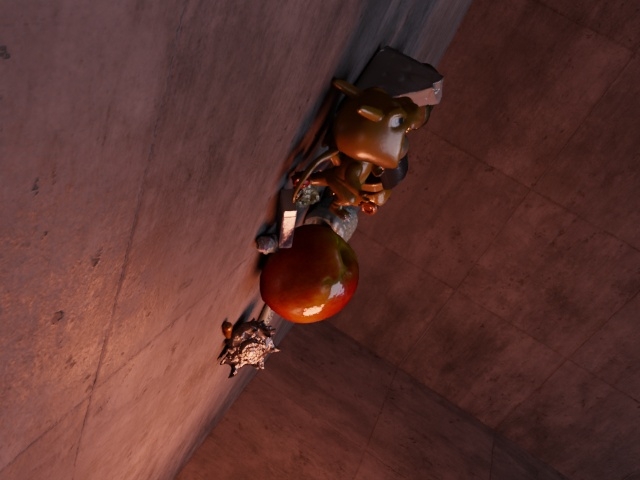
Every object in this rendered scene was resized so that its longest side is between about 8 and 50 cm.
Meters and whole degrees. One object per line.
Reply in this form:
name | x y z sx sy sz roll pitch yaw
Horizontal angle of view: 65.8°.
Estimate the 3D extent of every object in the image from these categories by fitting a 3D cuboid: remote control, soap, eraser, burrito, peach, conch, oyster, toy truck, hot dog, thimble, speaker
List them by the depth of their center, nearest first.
eraser | -0.110 -0.068 1.574 0.213 0.046 0.092 104 -21 -57
soap | 0.238 -0.460 1.644 0.302 0.257 0.159 -57 174 -6
burrito | -0.171 0.013 1.646 0.064 0.064 0.203 -59 175 6
oyster | -0.032 -0.181 1.707 0.191 0.081 0.163 -59 169 -20
peach | -0.050 0.132 1.847 0.389 0.388 0.388 -57 172 -12
conch | -0.316 0.458 2.094 0.240 0.186 0.313 0 145 -50
speaker | 0.332 -0.428 2.120 0.180 0.183 0.389 60 28 -55
thimble | 0.040 -0.063 2.136 0.172 0.204 0.250 -52 169 -38
hot dog | 0.047 -0.182 2.246 0.115 0.072 0.269 -45 168 -28
toy truck | 0.207 -0.258 2.296 0.204 0.287 0.212 -53 146 -34
remote control | -0.247 0.322 2.424 0.294 0.051 0.103 -66 170 27

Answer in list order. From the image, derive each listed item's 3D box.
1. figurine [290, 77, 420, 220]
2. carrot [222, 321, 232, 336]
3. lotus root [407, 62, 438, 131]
figurine | 0.095 -0.263 1.483 0.401 0.268 0.387 -44 166 -50
carrot | -0.357 0.349 1.889 0.037 0.037 0.190 -55 175 -26
lotus root | 0.344 -0.570 1.924 0.346 0.250 0.251 -51 169 -48
